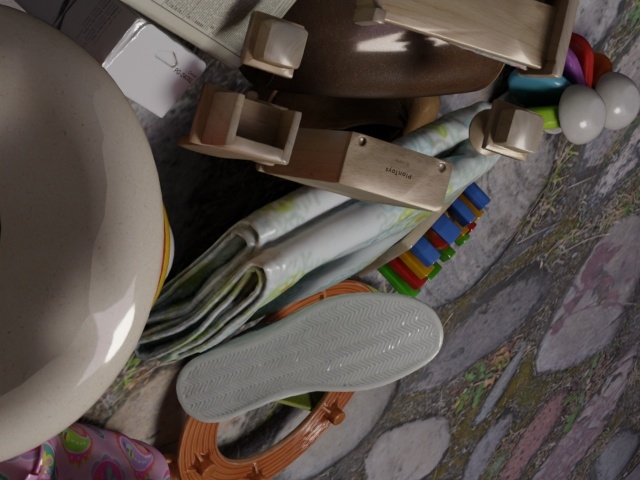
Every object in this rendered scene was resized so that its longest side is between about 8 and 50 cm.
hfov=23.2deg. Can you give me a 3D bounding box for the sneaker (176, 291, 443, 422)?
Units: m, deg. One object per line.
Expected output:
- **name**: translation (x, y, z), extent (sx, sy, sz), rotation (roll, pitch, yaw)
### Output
- **sneaker**: translation (-0.001, 0.112, 1.712), extent (0.293, 0.108, 0.169), rotation (-15, -176, 13)

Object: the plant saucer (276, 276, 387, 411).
- **plant saucer**: translation (-0.002, 0.123, 1.993), extent (0.188, 0.045, 0.188), rotation (-54, 152, 5)

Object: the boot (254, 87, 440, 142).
- **boot**: translation (0.056, -0.130, 1.721), extent (0.305, 0.115, 0.112), rotation (-10, 128, -53)

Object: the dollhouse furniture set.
- **dollhouse furniture set**: translation (0.053, -0.218, 1.391), extent (0.303, 0.174, 0.355), rotation (15, 89, -26)

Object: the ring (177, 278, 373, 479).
- **ring**: translation (-0.040, 0.193, 1.939), extent (0.336, 0.032, 0.336), rotation (-34, 147, -26)

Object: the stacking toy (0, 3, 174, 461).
- **stacking toy**: translation (-0.248, 0.003, 1.336), extent (0.350, 0.351, 0.480), rotation (-54, 170, 4)

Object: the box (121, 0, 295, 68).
- **box**: translation (-0.108, -0.250, 1.251), extent (0.148, 0.121, 0.311), rotation (-49, 167, 4)

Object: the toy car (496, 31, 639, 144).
- **toy car**: translation (0.307, -0.196, 1.995), extent (0.182, 0.159, 0.136), rotation (-22, 105, -41)

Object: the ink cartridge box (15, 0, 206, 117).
- **ink cartridge box**: translation (-0.180, -0.179, 1.283), extent (0.063, 0.150, 0.109), rotation (-50, 151, 6)

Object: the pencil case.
- **pencil case**: translation (-0.275, 0.253, 1.679), extent (0.124, 0.124, 0.284), rotation (-52, 152, 2)

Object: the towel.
- **towel**: translation (0.000, 0.000, 1.665), extent (0.374, 0.090, 0.320), rotation (-28, 176, -35)

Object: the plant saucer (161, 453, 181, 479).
- **plant saucer**: translation (-0.234, 0.337, 1.917), extent (0.200, 0.037, 0.200), rotation (-35, 148, -26)

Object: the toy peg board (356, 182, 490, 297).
- **toy peg board**: translation (0.144, -0.006, 1.924), extent (0.161, 0.079, 0.160), rotation (-47, -174, -25)

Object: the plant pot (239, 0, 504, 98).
- **plant pot**: translation (0.032, -0.223, 1.514), extent (0.230, 0.215, 0.215), rotation (-17, 138, -26)

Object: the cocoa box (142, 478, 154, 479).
- **cocoa box**: translation (-0.261, 0.410, 1.609), extent (0.347, 0.231, 0.228), rotation (-17, 155, 16)
